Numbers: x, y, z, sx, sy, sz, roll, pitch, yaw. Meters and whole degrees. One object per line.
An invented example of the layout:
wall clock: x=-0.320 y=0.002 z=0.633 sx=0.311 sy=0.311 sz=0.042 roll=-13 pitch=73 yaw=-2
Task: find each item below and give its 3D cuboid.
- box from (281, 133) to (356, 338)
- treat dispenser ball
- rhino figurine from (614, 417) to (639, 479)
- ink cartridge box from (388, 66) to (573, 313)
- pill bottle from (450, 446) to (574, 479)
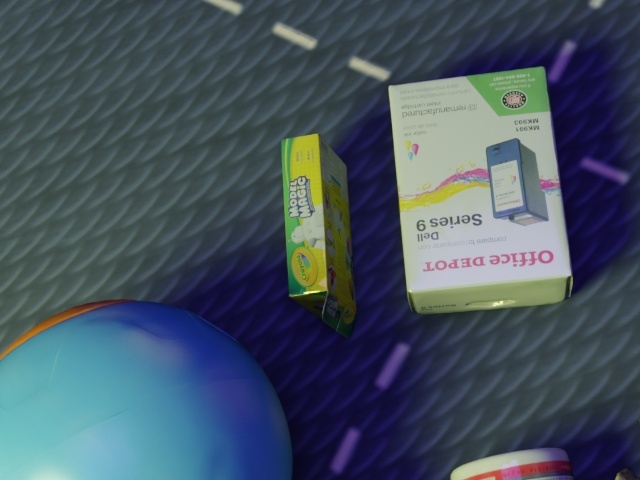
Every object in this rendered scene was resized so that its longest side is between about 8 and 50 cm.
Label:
box: x=0.000 y=0.000 z=1.251 sx=0.043 sy=0.105 sz=0.179 roll=-10 pitch=72 yaw=15
treat dispenser ball: x=-0.167 y=0.194 z=1.121 sx=0.288 sy=0.288 sz=0.288 roll=-3 pitch=72 yaw=9
rhino figurine: x=0.307 y=0.235 z=1.145 sx=0.106 sy=0.073 sz=0.243 roll=20 pitch=79 yaw=18
ink cartridge box: x=0.152 y=-0.046 z=1.248 sx=0.154 sy=0.093 sz=0.212 roll=-5 pitch=74 yaw=7
pill bottle: x=0.181 y=0.278 z=1.133 sx=0.108 sy=0.108 sz=0.180 roll=-13 pitch=71 yaw=5
